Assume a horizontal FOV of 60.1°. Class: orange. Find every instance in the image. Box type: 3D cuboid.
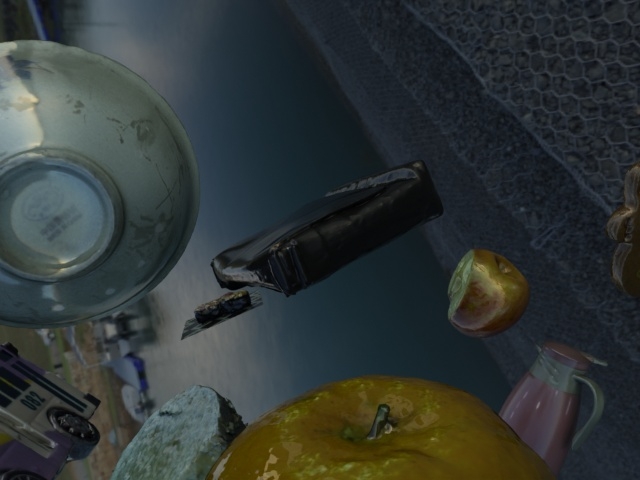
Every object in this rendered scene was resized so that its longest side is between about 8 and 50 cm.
[{"bbox_3d":[0.041,0.230,0.396,0.279,0.279,0.235,14,112,60],"label":"orange"}]

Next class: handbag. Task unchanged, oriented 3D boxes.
[{"bbox_3d":[0.000,0.000,0.647,0.080,0.223,0.247,62,156,-8],"label":"handbag"}]

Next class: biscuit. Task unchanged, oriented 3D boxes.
[{"bbox_3d":[0.517,-0.018,0.860,0.039,0.180,0.236,-138,34,-57],"label":"biscuit"}]

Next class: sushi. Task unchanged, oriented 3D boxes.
[{"bbox_3d":[-0.142,0.091,0.776,0.126,0.120,0.026,-159,45,-80],"label":"sushi"}]

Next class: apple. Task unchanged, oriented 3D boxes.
[{"bbox_3d":[0.339,0.116,1.152,0.160,0.195,0.173,37,116,-3],"label":"apple"}]

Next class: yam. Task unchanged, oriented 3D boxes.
[{"bbox_3d":[-0.121,0.331,0.699,0.271,0.202,0.201,50,168,-23],"label":"yam"}]

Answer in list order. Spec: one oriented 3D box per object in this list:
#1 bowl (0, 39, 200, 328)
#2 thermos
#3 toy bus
[{"bbox_3d":[-0.260,-0.035,0.534,0.146,0.313,0.313,-149,53,-63],"label":"bowl"},{"bbox_3d":[0.444,0.332,1.075,0.176,0.146,0.265,38,114,56],"label":"thermos"},{"bbox_3d":[-0.459,0.296,0.696,0.249,0.209,0.440,38,176,-10],"label":"toy bus"}]
